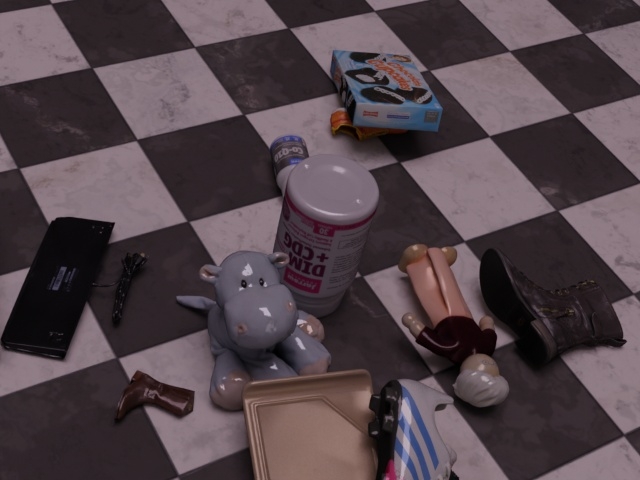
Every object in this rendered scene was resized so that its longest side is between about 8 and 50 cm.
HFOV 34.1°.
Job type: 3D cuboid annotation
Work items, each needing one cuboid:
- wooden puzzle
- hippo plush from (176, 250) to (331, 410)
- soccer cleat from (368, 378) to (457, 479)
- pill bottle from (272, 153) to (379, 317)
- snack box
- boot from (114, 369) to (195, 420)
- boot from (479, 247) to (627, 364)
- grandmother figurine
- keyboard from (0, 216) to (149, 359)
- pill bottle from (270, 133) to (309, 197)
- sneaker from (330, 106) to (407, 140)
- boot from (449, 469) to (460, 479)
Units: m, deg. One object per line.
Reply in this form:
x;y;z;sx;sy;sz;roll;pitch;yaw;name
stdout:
-0.005;0.334;1.665;0.221;0.044;0.239;-4;72;-17;wooden puzzle
-0.090;0.119;1.755;0.234;0.236;0.294;-8;50;-19;hippo plush
0.143;0.377;1.604;0.143;0.116;0.331;13;69;-16;soccer cleat
0.000;0.000;1.855;0.160;0.283;0.160;6;46;-7;pill bottle
0.138;-0.335;2.300;0.187;0.060;0.322;2;29;-11;snack box
-0.270;0.271;1.714;0.114;0.037;0.106;23;49;2;boot
0.442;0.112;1.982;0.229;0.091;0.263;-15;68;-33;boot
0.242;0.155;1.891;0.207;0.104;0.342;-3;47;-23;grandmother figurine
-0.425;0.081;1.858;0.201;0.033;0.317;8;47;3;keyboard
-0.056;-0.146;2.123;0.078;0.078;0.137;-2;48;-14;pill bottle
0.107;-0.245;2.280;0.175;0.064;0.067;3;69;-5;sneaker
0.196;0.418;1.674;0.121;0.045;0.099;31;49;22;boot
